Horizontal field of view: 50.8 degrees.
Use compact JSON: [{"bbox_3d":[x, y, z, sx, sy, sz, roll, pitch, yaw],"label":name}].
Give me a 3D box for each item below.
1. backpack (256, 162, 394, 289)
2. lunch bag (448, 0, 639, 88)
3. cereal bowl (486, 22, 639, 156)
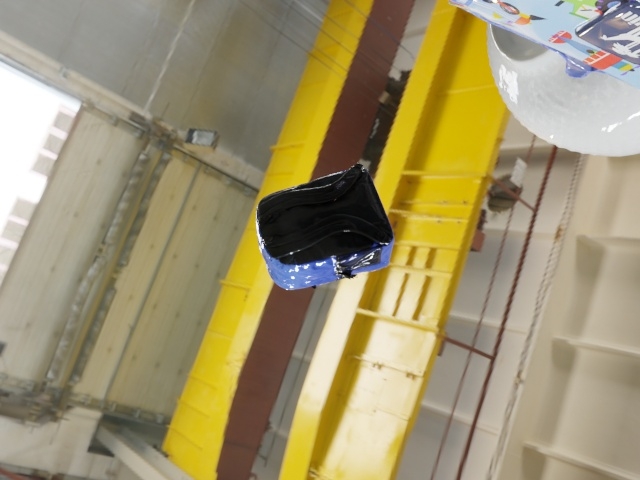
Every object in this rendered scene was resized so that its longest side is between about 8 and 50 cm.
[{"bbox_3d":[0.000,0.000,0.657,0.101,0.120,0.098,92,-19,-56],"label":"backpack"},{"bbox_3d":[0.190,-0.159,0.328,0.293,0.221,0.138,121,-10,-78],"label":"lunch bag"},{"bbox_3d":[0.289,-0.264,0.730,0.339,0.141,0.339,-178,-90,-67],"label":"cereal bowl"}]
